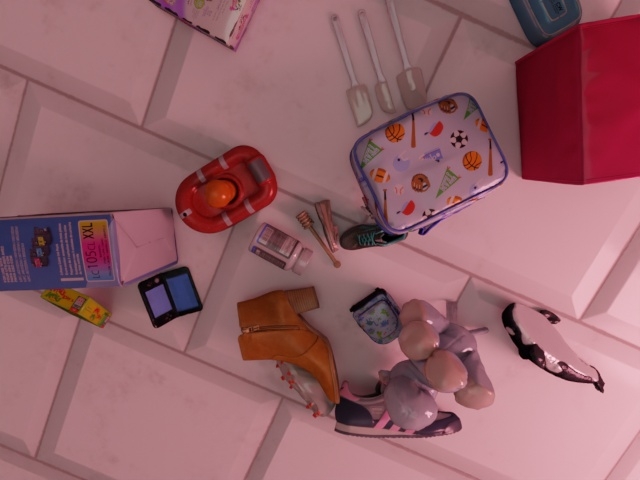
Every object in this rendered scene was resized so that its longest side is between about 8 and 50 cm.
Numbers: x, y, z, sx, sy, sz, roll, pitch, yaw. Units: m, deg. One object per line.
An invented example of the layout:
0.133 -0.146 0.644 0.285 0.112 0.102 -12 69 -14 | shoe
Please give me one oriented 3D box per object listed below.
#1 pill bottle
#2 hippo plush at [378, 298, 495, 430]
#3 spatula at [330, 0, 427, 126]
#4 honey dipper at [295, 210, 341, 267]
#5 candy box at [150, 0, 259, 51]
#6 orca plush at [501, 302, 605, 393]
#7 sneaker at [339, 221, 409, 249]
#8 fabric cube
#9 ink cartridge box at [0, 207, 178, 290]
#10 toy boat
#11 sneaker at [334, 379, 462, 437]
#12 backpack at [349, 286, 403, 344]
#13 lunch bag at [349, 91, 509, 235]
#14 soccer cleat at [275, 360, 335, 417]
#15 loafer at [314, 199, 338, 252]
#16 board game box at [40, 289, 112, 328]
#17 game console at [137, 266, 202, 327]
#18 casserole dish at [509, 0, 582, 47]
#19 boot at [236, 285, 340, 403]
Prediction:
-0.091 0.022 0.952 0.137 0.078 0.078 29 102 -3 | pill bottle
0.218 0.275 0.908 0.234 0.294 0.236 39 117 -2 | hippo plush
0.125 -0.392 0.886 0.168 0.019 0.242 -16 99 12 | spatula
0.000 0.000 0.967 0.030 0.030 0.160 -36 100 10 | honey dipper
-0.235 -0.527 0.852 0.196 0.070 0.165 30 102 -2 | candy box
0.533 0.257 0.975 0.287 0.102 0.151 27 57 -12 | orca plush
0.124 -0.011 0.932 0.166 0.076 0.065 -14 100 6 | sneaker
0.550 -0.254 0.765 0.259 0.254 0.258 -7 99 6 | fabric cube
-0.557 0.011 0.882 0.396 0.270 0.151 -1 96 4 | ink cartridge box
-0.216 -0.106 0.896 0.231 0.151 0.151 -29 98 9 | toy boat
0.195 0.413 1.006 0.319 0.112 0.131 4 73 -8 | sneaker
0.143 0.188 0.968 0.105 0.084 0.114 -38 100 12 | backpack
0.218 -0.148 0.855 0.303 0.115 0.243 -26 92 0 | lunch bag
-0.038 0.356 1.031 0.196 0.076 0.068 50 141 8 | soccer cleat
0.023 -0.035 0.946 0.039 0.045 0.125 -20 88 -5 | loafer
-0.573 0.156 0.965 0.092 0.181 0.043 24 65 -2 | board game box
-0.369 0.140 1.000 0.071 0.107 0.122 -10 102 35 | game console
0.462 -0.493 0.831 0.114 0.037 0.188 -30 99 10 | casserole dish
-0.081 0.266 0.975 0.211 0.104 0.295 -16 83 -1 | boot
